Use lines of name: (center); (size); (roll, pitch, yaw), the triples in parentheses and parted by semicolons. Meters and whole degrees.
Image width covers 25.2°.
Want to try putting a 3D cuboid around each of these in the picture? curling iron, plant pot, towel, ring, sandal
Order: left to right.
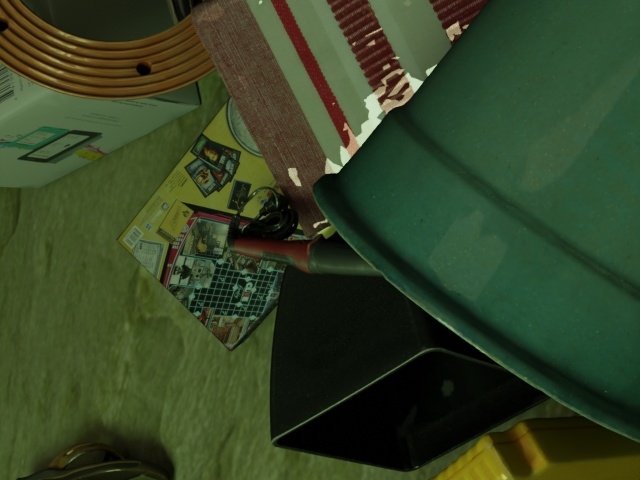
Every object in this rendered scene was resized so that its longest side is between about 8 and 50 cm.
sandal: (-0.252, 0.251, 1.553); (0.219, 0.090, 0.060); (-17, 55, 43)
ring: (-0.206, -0.291, 1.391); (0.032, 0.336, 0.336); (127, 133, -72)
curling iron: (0.000, 0.000, 1.211); (0.274, 0.035, 0.068); (16, 76, 56)
plant pot: (0.069, 0.079, 1.246); (0.187, 0.188, 0.167); (-34, 54, 32)
towel: (0.070, -0.170, 1.255); (0.329, 0.037, 0.237); (-24, 97, 25)
plant pot: (0.225, -0.082, 1.049); (0.341, 0.341, 0.334); (41, 103, 33)

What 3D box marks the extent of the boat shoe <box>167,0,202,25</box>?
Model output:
boat shoe: (-0.110, -0.302, 1.466); (0.065, 0.075, 0.206); (-1, 81, 39)

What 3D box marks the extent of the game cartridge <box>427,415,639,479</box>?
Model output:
game cartridge: (0.116, 0.242, 1.120); (0.323, 0.285, 0.052); (-47, 60, 26)

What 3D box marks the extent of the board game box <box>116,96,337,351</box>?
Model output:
board game box: (-0.068, -0.031, 1.398); (0.165, 0.042, 0.243); (44, 115, 5)

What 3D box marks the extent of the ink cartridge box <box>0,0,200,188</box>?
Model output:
ink cartridge box: (-0.306, -0.195, 1.535); (0.270, 0.197, 0.198); (-22, 74, 35)
